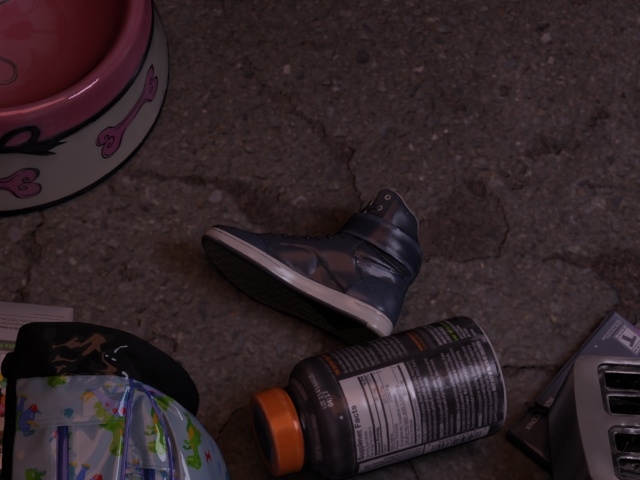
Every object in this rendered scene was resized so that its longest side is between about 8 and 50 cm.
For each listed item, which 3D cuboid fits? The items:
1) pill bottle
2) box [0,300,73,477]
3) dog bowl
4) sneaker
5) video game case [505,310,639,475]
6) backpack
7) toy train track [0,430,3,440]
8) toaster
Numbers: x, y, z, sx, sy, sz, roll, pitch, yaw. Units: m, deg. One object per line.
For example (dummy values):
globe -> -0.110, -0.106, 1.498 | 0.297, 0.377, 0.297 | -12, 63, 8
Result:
pill bottle -> 0.054, 0.166, 1.860 | 0.246, 0.130, 0.130 | -14, 65, -16
box -> -0.332, 0.152, 1.859 | 0.145, 0.038, 0.186 | 6, 63, -6
dog bowl -> -0.364, -0.237, 1.998 | 0.408, 0.150, 0.408 | 3, 62, -6
sneaker -> 0.000, 0.001, 1.961 | 0.226, 0.086, 0.163 | 27, 65, 2
video game case -> 0.361, 0.225, 1.937 | 0.274, 0.026, 0.196 | 39, 63, 13
backpack -> -0.182, 0.289, 1.675 | 0.273, 0.290, 0.355 | 8, 67, 9
toy train track -> -0.345, 0.194, 1.806 | 0.083, 0.014, 0.048 | 2, 55, -14
toaster -> 0.316, 0.211, 1.847 | 0.186, 0.110, 0.168 | 4, 50, -8
